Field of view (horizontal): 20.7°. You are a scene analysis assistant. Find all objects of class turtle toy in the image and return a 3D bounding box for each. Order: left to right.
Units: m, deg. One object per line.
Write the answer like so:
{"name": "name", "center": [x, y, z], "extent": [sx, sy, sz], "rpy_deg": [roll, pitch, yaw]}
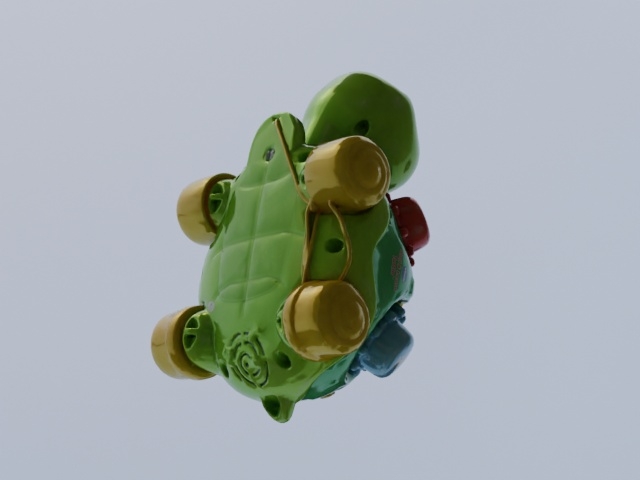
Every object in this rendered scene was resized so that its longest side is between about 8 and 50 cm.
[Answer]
{"name": "turtle toy", "center": [0.000, 0.000, 0.595], "extent": [0.066, 0.095, 0.130], "rpy_deg": [24, -113, -36]}
